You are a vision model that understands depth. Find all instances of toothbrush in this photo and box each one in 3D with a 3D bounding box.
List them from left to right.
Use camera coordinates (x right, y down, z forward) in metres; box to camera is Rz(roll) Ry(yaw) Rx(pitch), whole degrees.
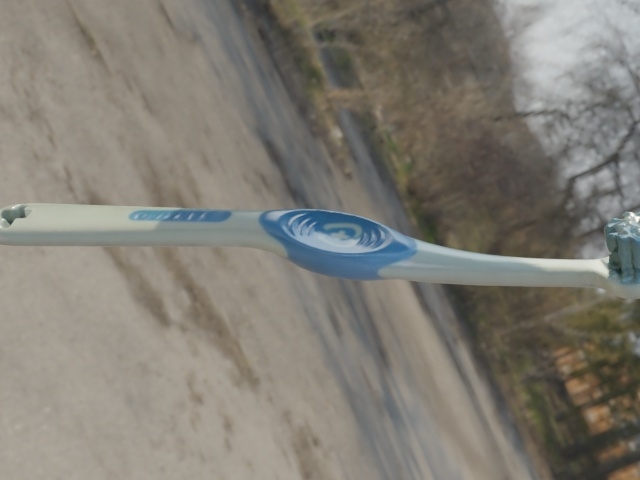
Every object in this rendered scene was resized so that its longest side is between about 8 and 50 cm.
[{"bbox_3d":[0.001,0.004,0.621,0.040,0.386,0.040,2,90,-65],"label":"toothbrush"}]
